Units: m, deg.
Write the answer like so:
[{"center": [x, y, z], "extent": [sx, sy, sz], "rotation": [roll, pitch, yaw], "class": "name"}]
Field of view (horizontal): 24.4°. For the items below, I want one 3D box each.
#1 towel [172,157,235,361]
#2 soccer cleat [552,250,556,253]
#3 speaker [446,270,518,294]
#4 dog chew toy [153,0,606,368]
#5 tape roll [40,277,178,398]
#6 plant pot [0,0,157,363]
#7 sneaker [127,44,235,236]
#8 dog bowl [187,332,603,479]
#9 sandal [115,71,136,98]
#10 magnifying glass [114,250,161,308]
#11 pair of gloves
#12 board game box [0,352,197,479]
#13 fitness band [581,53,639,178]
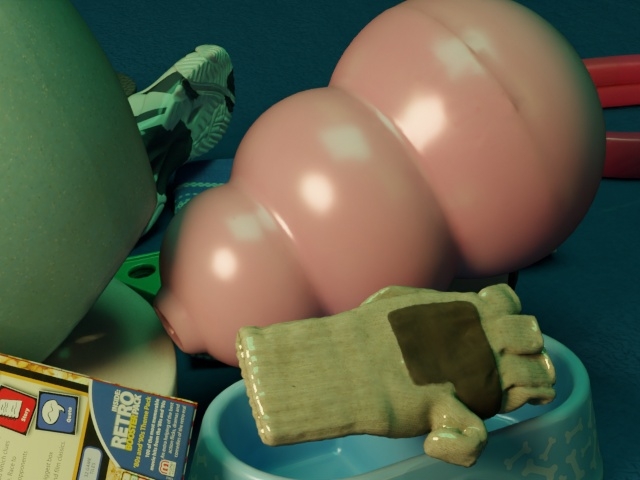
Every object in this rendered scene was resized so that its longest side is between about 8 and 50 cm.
[{"center": [0.000, 0.000, 1.254], "extent": [0.243, 0.040, 0.336], "rotation": [-3, 27, -6], "class": "towel"}, {"center": [0.145, -0.065, 1.338], "extent": [0.095, 0.083, 0.248], "rotation": [8, 29, -17], "class": "soccer cleat"}, {"center": [0.084, 0.015, 1.142], "extent": [0.136, 0.055, 0.055], "rotation": [8, 27, 14], "class": "speaker"}, {"center": [0.034, -0.029, 1.023], "extent": [0.332, 0.206, 0.206], "rotation": [-34, 37, -14], "class": "dog chew toy"}, {"center": [-0.287, 0.116, 0.974], "extent": [0.392, 0.072, 0.392], "rotation": [1, 27, 0], "class": "tape roll"}, {"center": [-0.221, -0.030, 0.938], "extent": [0.195, 0.290, 0.290], "rotation": [37, 25, -11], "class": "plant pot"}, {"center": [-0.186, -0.102, 1.351], "extent": [0.153, 0.094, 0.235], "rotation": [10, 55, 25], "class": "sneaker"}, {"center": [0.051, 0.129, 0.959], "extent": [0.297, 0.074, 0.166], "rotation": [-13, 30, -27], "class": "dog bowl"}, {"center": [-0.289, -0.145, 1.530], "extent": [0.254, 0.054, 0.097], "rotation": [7, 18, 34], "class": "sandal"}, {"center": [-0.149, 0.030, 1.172], "extent": [0.231, 0.026, 0.092], "rotation": [3, 31, 17], "class": "magnifying glass"}, {"center": [0.070, 0.137, 0.853], "extent": [0.204, 0.042, 0.240], "rotation": [-13, 70, -30], "class": "pair of gloves"}, {"center": [-0.174, 0.138, 0.804], "extent": [0.193, 0.045, 0.147], "rotation": [18, 62, -18], "class": "board game box"}, {"center": [0.337, -0.127, 1.515], "extent": [0.291, 0.054, 0.209], "rotation": [-7, 30, -15], "class": "fitness band"}]
